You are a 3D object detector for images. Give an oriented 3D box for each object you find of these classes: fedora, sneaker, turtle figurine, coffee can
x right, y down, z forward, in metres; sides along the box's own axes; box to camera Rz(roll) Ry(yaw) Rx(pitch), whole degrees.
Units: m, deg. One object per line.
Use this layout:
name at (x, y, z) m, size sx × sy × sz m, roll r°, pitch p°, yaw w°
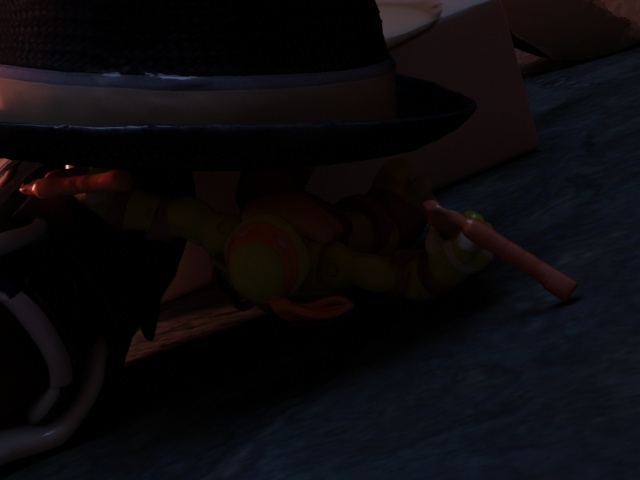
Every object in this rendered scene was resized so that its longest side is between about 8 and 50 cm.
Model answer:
fedora at (-0.071, -0.130, 1.013) m, size 0.334 × 0.152 × 0.334 m, roll 0°, pitch 10°, yaw 0°
sneaker at (-0.143, 0.031, 1.023) m, size 0.127 × 0.126 × 0.321 m, roll -16°, pitch 22°, yaw 44°
turtle figurine at (0.000, 0.000, 1.006) m, size 0.270 × 0.087 × 0.217 m, roll 8°, pitch 12°, yaw 10°
coffee can at (0.225, -0.274, 1.606) m, size 0.202 × 0.201 × 0.275 m, roll -15°, pitch 13°, yaw 23°

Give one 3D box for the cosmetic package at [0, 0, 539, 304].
cosmetic package at (-0.038, -0.069, 1.272) m, size 0.309 × 0.113 × 0.160 m, roll -24°, pitch 24°, yaw -13°
